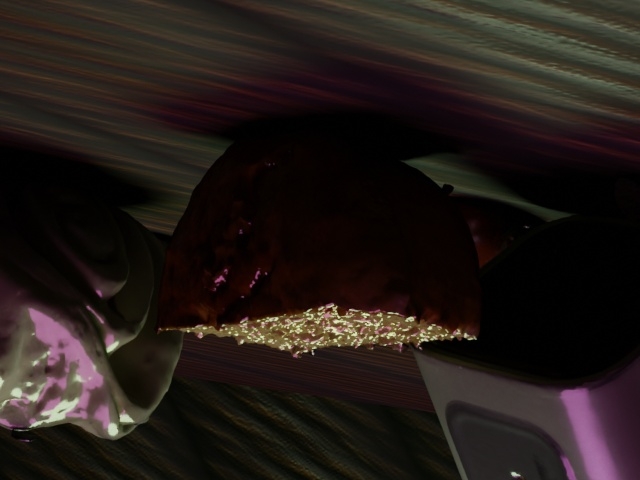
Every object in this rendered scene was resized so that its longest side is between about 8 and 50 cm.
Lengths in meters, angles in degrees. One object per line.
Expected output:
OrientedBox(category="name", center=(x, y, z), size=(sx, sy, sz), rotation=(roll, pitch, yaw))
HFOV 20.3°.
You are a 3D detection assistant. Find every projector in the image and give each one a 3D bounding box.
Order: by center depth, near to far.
OrientedBox(category="projector", center=(0.258, 0.147, 1.630), size=(0.248, 0.248, 0.249), rotation=(11, 131, 49))

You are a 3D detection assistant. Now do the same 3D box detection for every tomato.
OrientedBox(category="tomato", center=(0.149, 0.019, 1.779), size=(0.139, 0.091, 0.159), rotation=(1, 169, 42))

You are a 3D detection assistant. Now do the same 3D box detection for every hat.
OrientedBox(category="hat", center=(0.298, -0.033, 1.545), size=(0.087, 0.042, 0.058), rotation=(42, 160, 2))

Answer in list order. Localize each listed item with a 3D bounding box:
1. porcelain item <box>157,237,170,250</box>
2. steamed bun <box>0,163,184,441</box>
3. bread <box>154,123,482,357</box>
OrientedBox(category="porcelain item", center=(-0.134, 0.049, 2.226), size=(0.215, 0.069, 0.081), rotation=(16, 163, -29))
OrientedBox(category="steamed bun", center=(-0.301, 0.040, 1.873), size=(0.346, 0.237, 0.394), rotation=(28, -154, 15))
OrientedBox(category="bread", center=(0.000, 0.000, 1.567), size=(0.194, 0.179, 0.340), rotation=(13, 166, -34))
